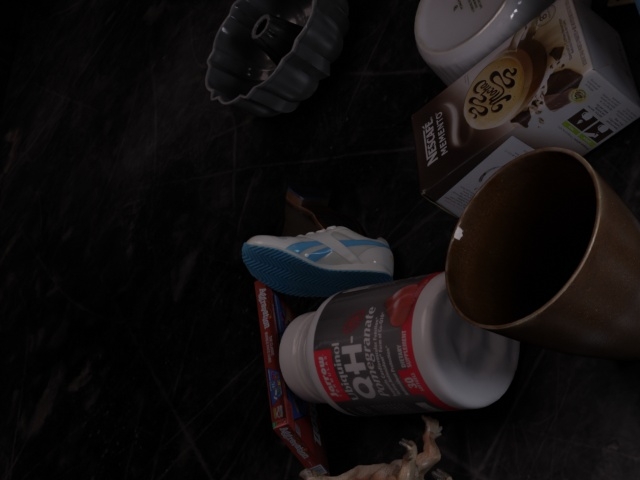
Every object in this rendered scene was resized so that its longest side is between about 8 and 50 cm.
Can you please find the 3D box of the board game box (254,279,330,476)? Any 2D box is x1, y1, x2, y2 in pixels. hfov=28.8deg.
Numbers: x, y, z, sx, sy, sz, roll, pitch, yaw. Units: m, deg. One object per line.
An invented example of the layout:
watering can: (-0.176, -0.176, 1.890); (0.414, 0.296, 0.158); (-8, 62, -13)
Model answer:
board game box: (-0.043, 0.198, 1.825); (0.027, 0.145, 0.281); (-22, 43, 11)

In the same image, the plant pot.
plant pot: (0.297, 0.043, 1.396); (0.215, 0.230, 0.215); (-35, 40, 35)

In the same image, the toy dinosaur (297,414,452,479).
toy dinosaur: (0.111, 0.347, 1.526); (0.295, 0.127, 0.200); (41, 110, 41)

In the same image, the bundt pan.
bundt pan: (-0.066, -0.370, 2.329); (0.331, 0.124, 0.331); (-35, 39, 35)

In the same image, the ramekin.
ramekin: (0.257, -0.337, 1.852); (0.273, 0.127, 0.273); (-35, 40, 35)

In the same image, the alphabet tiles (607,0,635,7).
alphabet tiles: (0.494, -0.379, 1.671); (0.237, 0.009, 0.198); (2, 67, 55)

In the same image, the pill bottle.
pill bottle: (0.092, 0.143, 1.651); (0.318, 0.176, 0.176); (-14, 54, 49)

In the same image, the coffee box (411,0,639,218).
coffee box: (0.274, -0.172, 1.704); (0.297, 0.118, 0.168); (-38, 38, 31)

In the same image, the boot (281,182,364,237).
boot: (0.000, 0.000, 2.013); (0.219, 0.082, 0.106); (48, 128, 52)

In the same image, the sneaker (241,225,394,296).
sneaker: (-0.004, 0.027, 1.861); (0.087, 0.228, 0.092); (105, 173, -45)

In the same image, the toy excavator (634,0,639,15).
toy excavator: (0.422, -0.366, 1.509); (0.432, 0.222, 0.445); (-24, 28, 11)
